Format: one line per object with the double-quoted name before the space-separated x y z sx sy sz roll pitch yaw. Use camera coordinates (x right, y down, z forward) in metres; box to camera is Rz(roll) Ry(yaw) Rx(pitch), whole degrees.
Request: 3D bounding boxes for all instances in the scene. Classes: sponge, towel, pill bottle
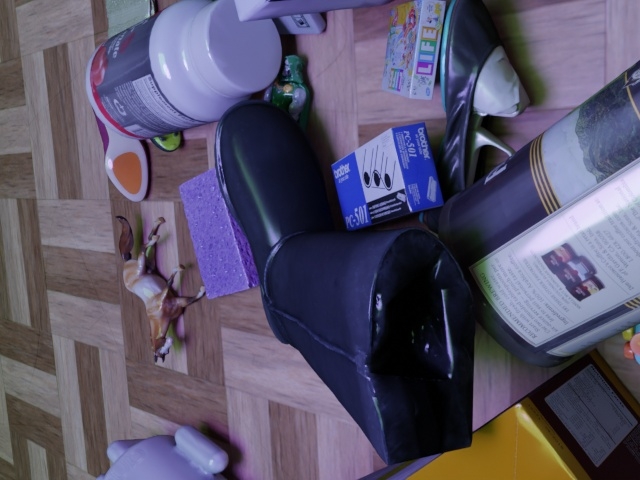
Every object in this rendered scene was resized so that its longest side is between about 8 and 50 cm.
"sponge" -0.175 -0.011 1.137 0.117 0.031 0.210 -19 85 43
"towel" -0.348 -0.414 1.224 0.148 0.027 0.110 2 98 42
"pill bottle" -0.208 -0.259 1.012 0.318 0.176 0.176 -2 96 46

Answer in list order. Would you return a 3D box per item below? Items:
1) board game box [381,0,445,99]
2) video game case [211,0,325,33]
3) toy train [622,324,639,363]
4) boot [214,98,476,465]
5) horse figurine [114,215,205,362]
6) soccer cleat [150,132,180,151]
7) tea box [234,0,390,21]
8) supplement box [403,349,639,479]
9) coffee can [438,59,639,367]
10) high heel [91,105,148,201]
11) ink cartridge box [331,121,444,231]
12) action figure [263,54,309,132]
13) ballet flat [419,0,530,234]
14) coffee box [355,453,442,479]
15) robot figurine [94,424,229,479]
"board game box" 0.105 -0.222 0.780 0.154 0.026 0.103 -113 28 -73
"video game case" -0.114 -0.371 0.921 0.193 0.212 0.023 14 65 40
"toy train" 0.369 0.087 0.646 0.125 0.046 0.166 48 126 26
"boot" 0.001 0.002 0.755 0.445 0.146 0.367 -154 45 -75
"horse figurine" -0.314 0.073 1.258 0.263 0.066 0.174 51 121 21
"soccer cleat" -0.307 -0.221 1.210 0.179 0.060 0.072 53 152 18
"tea box" 0.028 -0.438 0.669 0.323 0.220 0.329 -7 99 62
"supplement box" 0.226 0.239 0.704 0.129 0.194 0.191 56 129 20
"coffee can" 0.275 -0.031 0.605 0.275 0.201 0.201 -40 71 39
"high heel" -0.388 -0.194 1.291 0.117 0.082 0.244 -140 27 -77
"ink cartridge box" 0.076 -0.071 0.825 0.207 0.046 0.097 164 93 -72
"action figure" -0.068 -0.162 0.995 0.137 0.063 0.232 34 116 37
"ballet flat" 0.181 -0.131 0.757 0.096 0.095 0.280 18 120 29
"coffee box" 0.065 0.484 0.799 0.334 0.338 0.338 -40 70 40
"robot figurine" -0.257 0.487 1.189 0.353 0.200 0.300 23 97 37
